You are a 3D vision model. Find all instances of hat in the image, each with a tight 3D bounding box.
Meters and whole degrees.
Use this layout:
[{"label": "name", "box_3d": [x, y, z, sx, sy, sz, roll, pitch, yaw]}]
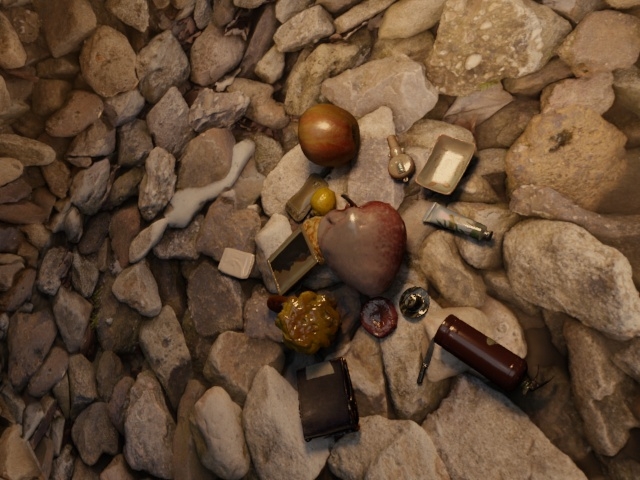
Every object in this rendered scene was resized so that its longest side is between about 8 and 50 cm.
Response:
[{"label": "hat", "box_3d": [0.330, 0.217, 1.502, 0.121, 0.050, 0.121, -10, 68, 25]}]

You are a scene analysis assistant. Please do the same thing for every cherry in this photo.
[{"label": "cherry", "box_3d": [0.143, 0.013, 1.527, 0.325, 0.291, 0.336, 14, 95, 8]}]

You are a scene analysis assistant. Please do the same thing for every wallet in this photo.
[{"label": "wallet", "box_3d": [0.021, 0.586, 1.555, 0.220, 0.071, 0.263, -25, 61, 25]}, {"label": "wallet", "box_3d": [-0.390, 0.104, 1.935, 0.182, 0.032, 0.124, 13, 79, 32]}]

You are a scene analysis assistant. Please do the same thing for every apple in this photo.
[{"label": "apple", "box_3d": [0.037, -0.436, 1.741, 0.233, 0.256, 0.257, 3, 76, 26]}]

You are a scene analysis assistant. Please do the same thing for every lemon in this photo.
[{"label": "lemon", "box_3d": [0.011, -0.159, 1.754, 0.109, 0.109, 0.133, 31, 79, 32]}]

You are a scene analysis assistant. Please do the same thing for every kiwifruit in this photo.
[{"label": "kiwifruit", "box_3d": [-0.167, 0.266, 1.742, 0.124, 0.075, 0.076, 8, 79, 26]}]

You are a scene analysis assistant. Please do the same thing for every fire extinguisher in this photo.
[{"label": "fire extinguisher", "box_3d": [0.534, 0.363, 1.316, 0.337, 0.114, 0.135, 34, 65, 32]}]

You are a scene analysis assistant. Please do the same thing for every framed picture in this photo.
[{"label": "framed picture", "box_3d": [-0.123, 0.087, 1.758, 0.265, 0.018, 0.192, -45, 56, 31]}]

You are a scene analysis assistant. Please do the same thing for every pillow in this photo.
[{"label": "pillow", "box_3d": [-0.060, -0.190, 1.845, 0.217, 0.033, 0.130, -46, 59, 9]}]

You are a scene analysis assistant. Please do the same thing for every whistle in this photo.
[{"label": "whistle", "box_3d": [0.310, -0.329, 1.676, 0.107, 0.057, 0.220, -22, 64, 22]}]

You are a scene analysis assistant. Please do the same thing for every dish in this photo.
[{"label": "dish", "box_3d": [0.469, -0.273, 1.562, 0.151, 0.077, 0.213, 28, 89, 30]}]

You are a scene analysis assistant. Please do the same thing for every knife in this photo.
[{"label": "knife", "box_3d": [0.366, 0.412, 1.447, 0.023, 0.010, 0.171, 16, 81, 31]}]

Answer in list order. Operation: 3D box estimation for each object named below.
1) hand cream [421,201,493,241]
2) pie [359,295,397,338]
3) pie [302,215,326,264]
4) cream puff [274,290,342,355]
[{"label": "hand cream", "box_3d": [0.490, -0.060, 1.507, 0.256, 0.055, 0.088, 29, 86, 38]}, {"label": "pie", "box_3d": [0.214, 0.281, 1.552, 0.153, 0.038, 0.154, -7, 74, 25]}, {"label": "pie", "box_3d": [0.000, 0.000, 1.725, 0.178, 0.084, 0.206, -8, 76, 36]}, {"label": "cream puff", "box_3d": [-0.047, 0.307, 1.590, 0.196, 0.243, 0.245, -41, 52, 54]}]
